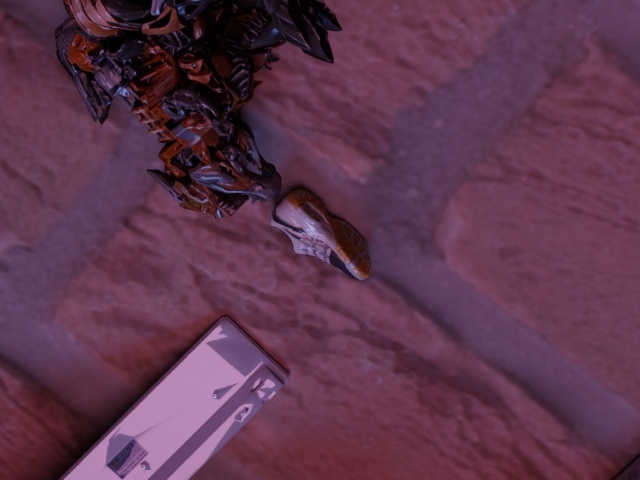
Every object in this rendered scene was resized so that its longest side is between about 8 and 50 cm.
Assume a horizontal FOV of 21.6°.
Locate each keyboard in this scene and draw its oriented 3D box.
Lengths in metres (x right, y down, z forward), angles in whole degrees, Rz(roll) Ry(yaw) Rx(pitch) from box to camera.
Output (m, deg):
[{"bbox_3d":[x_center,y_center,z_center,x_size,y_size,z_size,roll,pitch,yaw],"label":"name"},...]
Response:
[{"bbox_3d":[-0.136,0.169,1.248,0.256,0.014,0.072,-45,101,1],"label":"keyboard"}]

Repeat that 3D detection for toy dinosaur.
[{"bbox_3d":[-0.091,-0.159,1.055,0.218,0.164,0.322,-10,139,26],"label":"toy dinosaur"}]

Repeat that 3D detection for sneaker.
[{"bbox_3d":[0.000,0.000,1.192,0.083,0.032,0.037,45,125,-12],"label":"sneaker"}]

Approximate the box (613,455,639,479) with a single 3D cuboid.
[{"bbox_3d":[0.308,0.327,1.323,0.322,0.058,0.232,37,113,-13],"label":"box"}]
